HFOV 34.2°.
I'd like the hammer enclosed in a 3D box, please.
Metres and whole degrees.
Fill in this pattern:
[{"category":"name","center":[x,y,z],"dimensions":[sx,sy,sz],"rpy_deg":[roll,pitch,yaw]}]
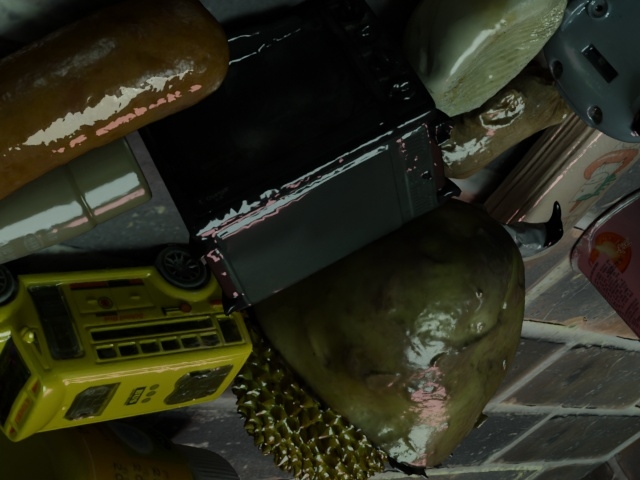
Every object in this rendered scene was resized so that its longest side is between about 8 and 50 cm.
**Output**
[{"category":"hammer","center":[0.103,-0.031,1.184],"dimensions":[0.426,0.044,0.152],"rpy_deg":[11,154,-32]}]

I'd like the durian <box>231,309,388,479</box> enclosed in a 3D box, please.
[{"category":"durian","center":[-0.003,0.192,1.336],"dimensions":[0.258,0.258,0.293],"rpy_deg":[-30,146,1]}]

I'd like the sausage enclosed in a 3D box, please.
[{"category":"sausage","center":[-0.199,-0.111,0.811],"dimensions":[0.270,0.109,0.109],"rpy_deg":[-27,151,-3]}]

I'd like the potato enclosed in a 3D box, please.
[{"category":"potato","center":[0.110,0.064,1.091],"dimensions":[0.237,0.301,0.289],"rpy_deg":[-48,-175,21]}]

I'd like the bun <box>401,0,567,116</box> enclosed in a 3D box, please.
[{"category":"bun","center":[0.141,-0.201,0.972],"dimensions":[0.183,0.102,0.183],"rpy_deg":[-37,167,-10]}]

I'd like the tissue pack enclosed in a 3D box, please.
[{"category":"tissue pack","center":[0.321,-0.086,1.343],"dimensions":[0.170,0.071,0.325],"rpy_deg":[-12,149,-40]}]

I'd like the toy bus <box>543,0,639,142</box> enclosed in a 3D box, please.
[{"category":"toy bus","center":[0.382,-0.228,1.068],"dimensions":[0.287,0.194,0.232],"rpy_deg":[-45,156,25]}]

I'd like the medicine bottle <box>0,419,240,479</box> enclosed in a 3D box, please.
[{"category":"medicine bottle","center":[-0.274,0.344,1.338],"dimensions":[0.224,0.224,0.384],"rpy_deg":[-38,149,15]}]

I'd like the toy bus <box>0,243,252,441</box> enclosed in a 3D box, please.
[{"category":"toy bus","center":[-0.243,0.109,1.066],"dimensions":[0.330,0.152,0.144],"rpy_deg":[-4,143,-39]}]

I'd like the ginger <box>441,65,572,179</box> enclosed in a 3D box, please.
[{"category":"ginger","center":[0.208,-0.139,1.162],"dimensions":[0.213,0.074,0.137],"rpy_deg":[-24,169,-3]}]

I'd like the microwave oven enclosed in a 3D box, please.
[{"category":"microwave oven","center":[-0.025,-0.081,0.935],"dimensions":[0.247,0.178,0.188],"rpy_deg":[-27,154,-5]}]

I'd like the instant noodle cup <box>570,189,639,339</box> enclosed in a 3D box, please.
[{"category":"instant noodle cup","center":[0.556,0.059,1.635],"dimensions":[0.242,0.231,0.243],"rpy_deg":[-22,149,-14]}]

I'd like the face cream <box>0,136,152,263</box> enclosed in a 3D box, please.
[{"category":"face cream","center":[-0.315,0.000,0.891],"dimensions":[0.341,0.084,0.137],"rpy_deg":[-26,-168,-8]}]
